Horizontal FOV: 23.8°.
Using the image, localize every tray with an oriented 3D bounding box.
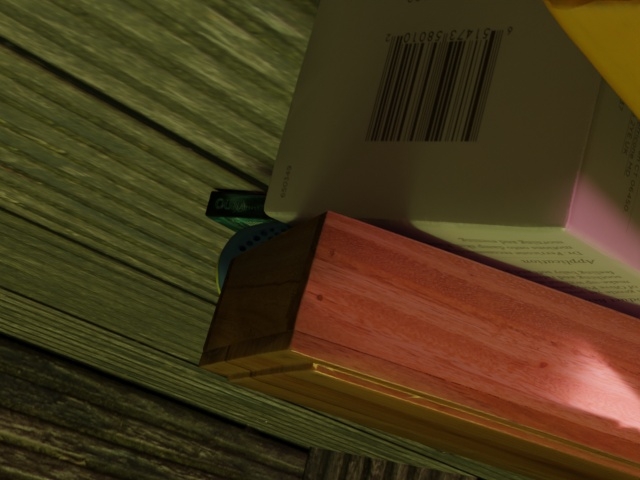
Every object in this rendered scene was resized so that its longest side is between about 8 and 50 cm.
[{"bbox_3d":[0.155,0.096,0.810,0.411,0.076,0.203,18,169,-13],"label":"tray"}]

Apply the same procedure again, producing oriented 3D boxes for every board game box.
[{"bbox_3d":[0.000,0.000,1.387,0.126,0.026,0.186,4,164,36],"label":"board game box"}]

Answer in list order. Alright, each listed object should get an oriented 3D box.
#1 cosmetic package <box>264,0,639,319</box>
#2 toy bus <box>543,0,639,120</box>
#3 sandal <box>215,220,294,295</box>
[{"bbox_3d":[0.170,-0.015,0.827,0.197,0.155,0.365,4,165,43],"label":"cosmetic package"},{"bbox_3d":[0.220,-0.055,0.607,0.108,0.130,0.332,4,156,41],"label":"toy bus"},{"bbox_3d":[0.075,0.030,1.221,0.317,0.126,0.138,5,151,-3],"label":"sandal"}]
